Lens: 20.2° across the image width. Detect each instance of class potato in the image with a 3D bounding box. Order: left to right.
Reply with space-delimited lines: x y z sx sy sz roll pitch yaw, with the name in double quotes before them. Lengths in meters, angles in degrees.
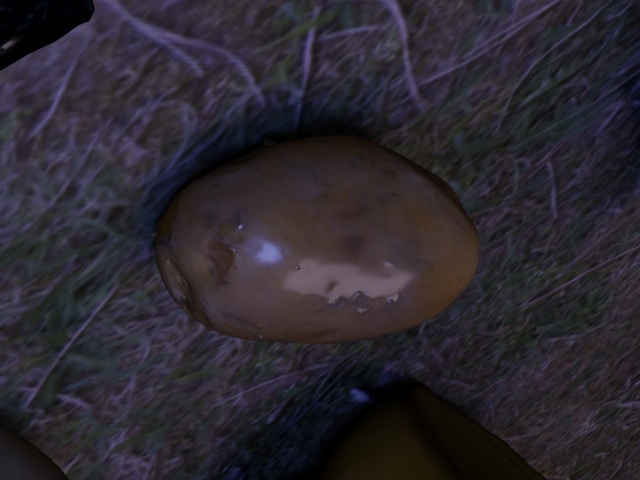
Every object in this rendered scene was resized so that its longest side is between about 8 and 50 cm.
"potato" 0.000 0.000 0.923 0.178 0.118 0.109 -4 104 -32

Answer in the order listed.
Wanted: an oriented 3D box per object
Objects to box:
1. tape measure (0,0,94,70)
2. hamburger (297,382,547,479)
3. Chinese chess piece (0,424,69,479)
"tape measure" -0.171 -0.090 0.534 0.182 0.107 0.181 -33 158 -14
"hamburger" 0.088 0.321 1.263 0.277 0.396 0.396 -46 155 8
"Chinese chess piece" -0.236 0.199 0.946 0.251 0.097 0.251 -32 155 -17
